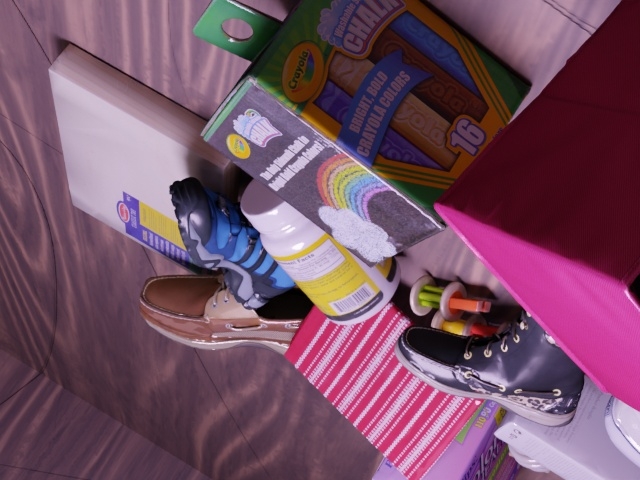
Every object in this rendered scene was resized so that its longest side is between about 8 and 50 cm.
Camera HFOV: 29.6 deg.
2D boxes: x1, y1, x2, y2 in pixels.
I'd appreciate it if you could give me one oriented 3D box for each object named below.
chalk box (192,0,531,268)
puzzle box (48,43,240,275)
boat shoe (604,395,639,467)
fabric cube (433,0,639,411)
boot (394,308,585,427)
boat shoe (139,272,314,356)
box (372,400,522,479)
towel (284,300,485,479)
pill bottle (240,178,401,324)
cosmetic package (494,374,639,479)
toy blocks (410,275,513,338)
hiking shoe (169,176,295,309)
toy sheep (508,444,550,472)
[{"bbox_3d":[0.014,-0.141,1.160,0.289,0.179,0.180,38,157,-9],"label":"chalk box"},{"bbox_3d":[-0.247,-0.092,1.731,0.272,0.052,0.409,30,156,6],"label":"puzzle box"},{"bbox_3d":[0.512,0.268,1.395,0.367,0.136,0.156,39,154,11],"label":"boat shoe"},{"bbox_3d":[0.294,-0.012,0.879,0.254,0.259,0.258,44,175,-23],"label":"fabric cube"},{"bbox_3d":[0.219,0.116,1.446,0.236,0.085,0.178,21,134,6],"label":"boot"},{"bbox_3d":[-0.104,0.091,1.789,0.324,0.122,0.120,8,139,3],"label":"boat shoe"},{"bbox_3d":[0.198,0.337,1.793,0.117,0.213,0.243,20,152,28],"label":"box"},{"bbox_3d":[0.082,0.177,1.645,0.275,0.031,0.199,44,127,18],"label":"towel"},{"bbox_3d":[0.000,0.000,1.515,0.119,0.119,0.208,4,142,48],"label":"pill bottle"},{"bbox_3d":[0.358,0.260,1.568,0.231,0.117,0.085,33,157,4],"label":"cosmetic package"},{"bbox_3d":[0.200,0.102,1.540,0.148,0.054,0.123,11,148,41],"label":"toy blocks"},{"bbox_3d":[-0.097,-0.015,1.584,0.304,0.132,0.113,49,-161,-62],"label":"hiking shoe"},{"bbox_3d":[0.307,0.285,1.718,0.091,0.091,0.132,12,145,39],"label":"toy sheep"}]
